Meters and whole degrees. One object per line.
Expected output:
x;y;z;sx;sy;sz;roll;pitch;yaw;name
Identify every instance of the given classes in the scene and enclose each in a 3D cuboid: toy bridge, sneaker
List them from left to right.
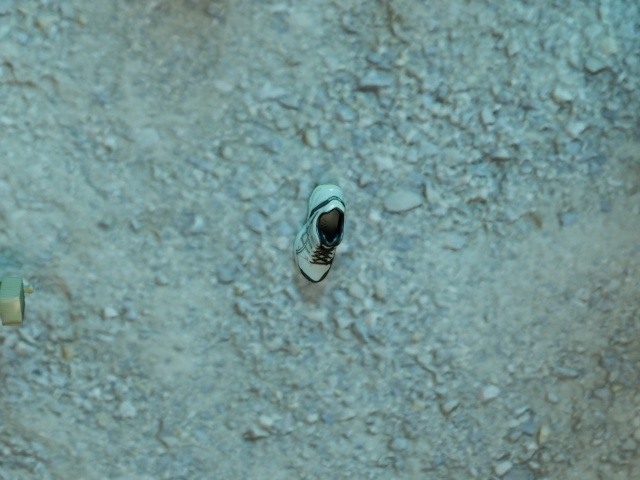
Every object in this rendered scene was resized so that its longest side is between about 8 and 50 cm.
-0.299;0.039;1.324;0.188;0.063;0.026;-3;120;-3;toy bridge
0.000;0.000;1.372;0.032;0.037;0.083;1;122;-13;sneaker
